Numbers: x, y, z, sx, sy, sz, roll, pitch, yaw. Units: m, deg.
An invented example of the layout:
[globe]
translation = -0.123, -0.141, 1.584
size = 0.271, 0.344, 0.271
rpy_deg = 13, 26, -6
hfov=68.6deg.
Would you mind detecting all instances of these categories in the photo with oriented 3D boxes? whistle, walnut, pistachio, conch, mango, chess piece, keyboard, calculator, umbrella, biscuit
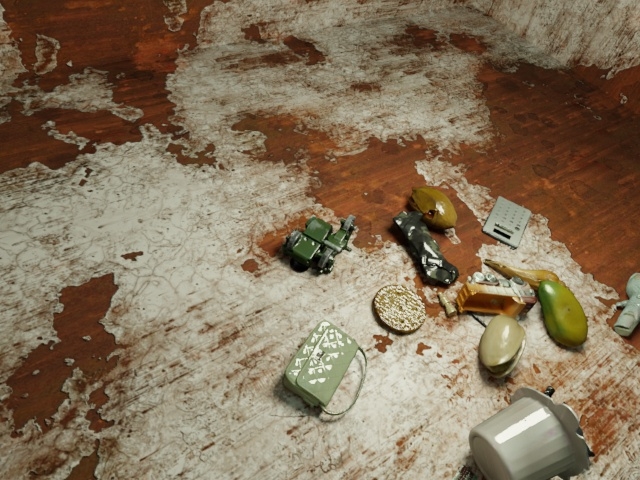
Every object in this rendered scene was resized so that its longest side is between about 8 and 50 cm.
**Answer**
[whistle]
translation = 1.201, 0.224, 1.753
size = 0.142, 0.134, 0.346
rpy_deg = 34, 62, 30
[walnut]
translation = 0.447, -0.133, 1.867
size = 0.137, 0.137, 0.245
rpy_deg = -18, 53, -26
[pistachio]
translation = 0.582, 0.334, 1.512
size = 0.143, 0.144, 0.215
rpy_deg = 29, 57, 12
[conch]
translation = 0.767, 0.145, 1.748
size = 0.330, 0.093, 0.109
rpy_deg = 16, 39, 26
[mango]
translation = 0.844, 0.250, 1.629
size = 0.137, 0.091, 0.238
rpy_deg = -10, 81, -10
[chess piece]
translation = 0.438, 0.218, 1.638
size = 0.035, 0.035, 0.092
rpy_deg = -9, 50, -20
[keyboard]
translation = 0.359, 0.675, 1.247
size = 0.055, 0.017, 0.165
rpy_deg = 41, 54, 21
[calculator]
translation = 0.783, -0.078, 1.971
size = 0.161, 0.021, 0.262
rpy_deg = 29, 50, 12
[umbrella]
translation = 0.541, 0.264, 1.631
size = 0.148, 0.022, 0.022
rpy_deg = 39, 95, 19
[biscuit]
translation = 0.268, 0.231, 1.590
size = 0.187, 0.027, 0.188
rpy_deg = 7, 49, -9

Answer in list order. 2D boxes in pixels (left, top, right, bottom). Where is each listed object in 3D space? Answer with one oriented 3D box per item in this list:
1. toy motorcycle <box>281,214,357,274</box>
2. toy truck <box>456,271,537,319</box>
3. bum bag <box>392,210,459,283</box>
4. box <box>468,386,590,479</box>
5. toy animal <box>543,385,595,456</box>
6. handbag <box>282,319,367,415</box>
[toy motorcycle]
translation = 0.000, 0.000, 1.667
size = 0.205, 0.127, 0.275
rpy_deg = 28, 57, 12
[toy truck]
translation = 0.611, 0.194, 1.633
size = 0.270, 0.114, 0.135
rpy_deg = 7, 42, -13
[bum bag]
translation = 0.385, 0.023, 1.749
size = 0.143, 0.095, 0.341
rpy_deg = -10, 59, -29
[box]
translation = 0.536, 0.546, 1.240
size = 0.206, 0.291, 0.263
rpy_deg = -21, 61, -15
[toy animal]
translation = 0.730, 0.542, 1.380
size = 0.121, 0.117, 0.210
rpy_deg = -25, 58, -37
[handbag]
translation = 0.031, 0.378, 1.384
size = 0.219, 0.079, 0.256
rpy_deg = 31, 52, 8
